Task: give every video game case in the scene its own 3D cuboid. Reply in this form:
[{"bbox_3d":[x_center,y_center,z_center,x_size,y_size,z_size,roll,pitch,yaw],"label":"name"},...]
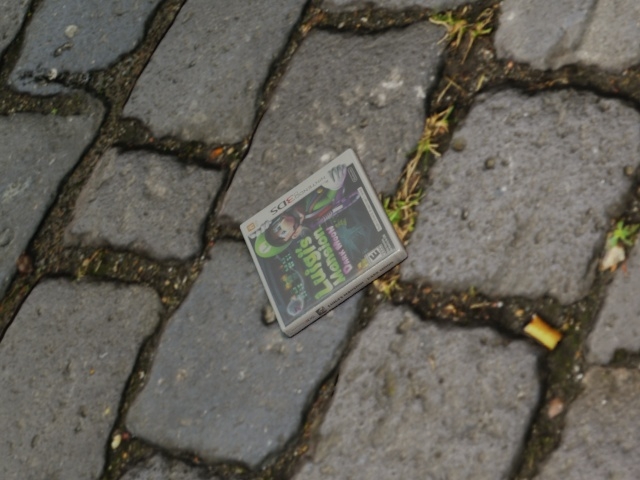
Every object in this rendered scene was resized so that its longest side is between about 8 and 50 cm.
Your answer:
[{"bbox_3d":[0.000,0.000,2.069,0.173,0.022,0.190,-35,46,11],"label":"video game case"}]
